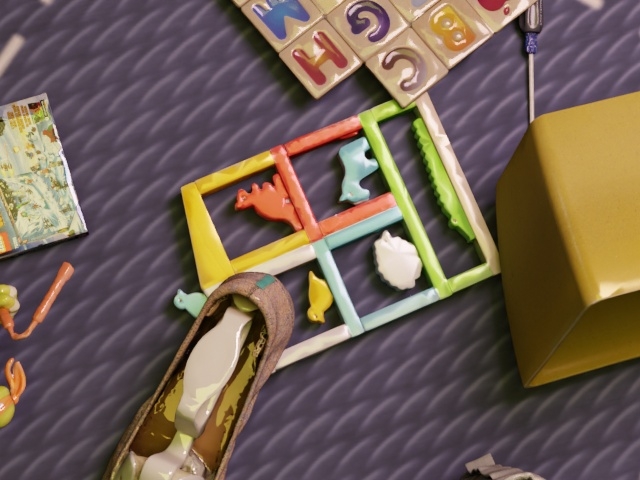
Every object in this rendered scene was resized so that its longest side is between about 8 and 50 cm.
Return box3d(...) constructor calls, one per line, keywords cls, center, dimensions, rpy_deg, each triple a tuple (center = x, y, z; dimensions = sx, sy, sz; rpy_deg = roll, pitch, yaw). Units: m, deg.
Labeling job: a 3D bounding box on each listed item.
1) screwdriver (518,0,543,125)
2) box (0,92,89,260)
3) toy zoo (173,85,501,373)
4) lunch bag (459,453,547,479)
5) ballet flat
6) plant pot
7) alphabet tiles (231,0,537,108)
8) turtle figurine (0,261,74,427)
box3d(cls="screwdriver", center=(0.200, -0.163, 1.603), dimensions=(0.024, 0.025, 0.170), rpy_deg=(0, 82, -3))
box3d(cls="box", center=(-0.277, -0.057, 1.558), dimensions=(0.094, 0.027, 0.137), rpy_deg=(-16, 84, -7))
box3d(cls="toy zoo", center=(0.000, 0.000, 1.566), dimensions=(0.293, 0.030, 0.192), rpy_deg=(-23, 85, -6))
box3d(cls="lunch bag", center=(0.172, 0.326, 1.433), dimensions=(0.169, 0.235, 0.287), rpy_deg=(-17, 84, -3))
box3d(cls="ballet flat", center=(-0.122, 0.169, 1.482), dimensions=(0.107, 0.106, 0.316), rpy_deg=(23, 90, 5))
box3d(cls="plant pot", center=(0.266, -0.014, 1.494), dimensions=(0.212, 0.212, 0.187), rpy_deg=(-14, 70, -16))
box3d(cls="alphabet tiles", center=(0.033, -0.304, 1.601), dimensions=(0.285, 0.011, 0.342), rpy_deg=(-39, 82, -9))
box3d(cls="turtle figurine", center=(-0.341, 0.099, 1.490), dimensions=(0.217, 0.087, 0.269), rpy_deg=(31, 96, 11))
